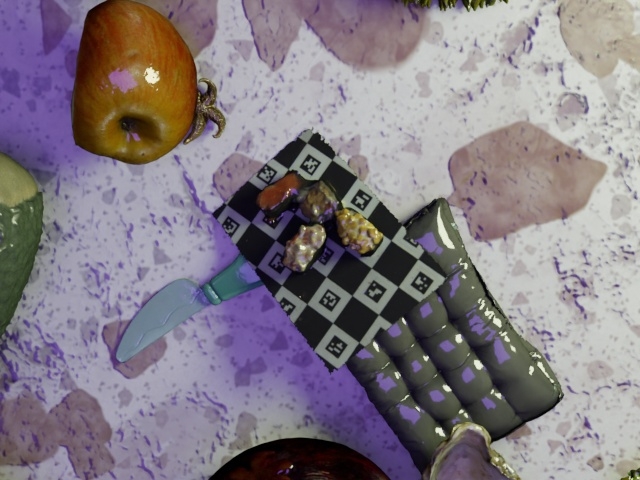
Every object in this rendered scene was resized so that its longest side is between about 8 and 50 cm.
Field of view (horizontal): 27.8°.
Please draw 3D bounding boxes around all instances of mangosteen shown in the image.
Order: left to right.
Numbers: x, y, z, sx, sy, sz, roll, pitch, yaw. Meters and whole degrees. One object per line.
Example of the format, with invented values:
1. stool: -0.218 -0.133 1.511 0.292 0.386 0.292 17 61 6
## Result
1. mangosteen: -0.019 0.415 1.637 0.307 0.307 0.347 -22 126 3

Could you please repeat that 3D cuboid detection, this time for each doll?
1. doll: -0.480 0.047 1.607 0.247 0.247 0.349 10 106 -2

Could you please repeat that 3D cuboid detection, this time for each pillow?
1. pillow: 0.146 0.131 1.683 0.228 0.101 0.326 -33 96 7

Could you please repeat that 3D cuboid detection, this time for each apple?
1. apple: -0.231 -0.193 1.587 0.160 0.173 0.195 -5 143 -17

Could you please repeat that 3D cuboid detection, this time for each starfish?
1. starfish: -0.158 -0.165 1.669 0.078 0.028 0.091 19 100 3

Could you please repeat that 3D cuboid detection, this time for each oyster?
1. oyster: 0.223 0.373 1.682 0.166 0.110 0.341 -43 118 2

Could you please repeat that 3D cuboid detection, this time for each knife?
1. knife: -0.170 0.076 1.704 0.260 0.034 0.063 -29 92 7

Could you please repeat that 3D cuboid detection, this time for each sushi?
1. sushi: 0.000 0.000 1.627 0.192 0.043 0.279 -40 70 6

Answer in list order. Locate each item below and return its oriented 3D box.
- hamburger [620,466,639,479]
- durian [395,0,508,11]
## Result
1. hamburger: 0.454 0.377 1.721 0.164 0.093 0.189 11 96 0
2. durian: 0.226 -0.425 1.579 0.198 0.163 0.394 51 118 32
